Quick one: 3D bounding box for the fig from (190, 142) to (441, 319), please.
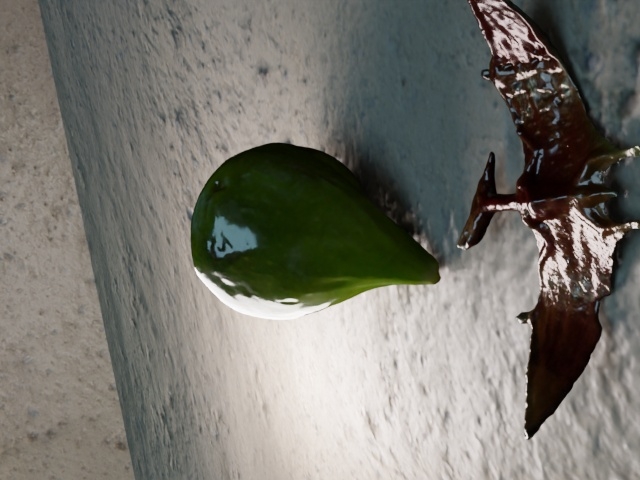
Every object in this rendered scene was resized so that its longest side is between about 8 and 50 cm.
[{"bbox_3d":[0.000,0.000,0.912,0.275,0.206,0.206,19,120,32],"label":"fig"}]

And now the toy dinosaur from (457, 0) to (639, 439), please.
[{"bbox_3d":[0.162,-0.040,0.671,0.206,0.113,0.327,38,131,48],"label":"toy dinosaur"}]
